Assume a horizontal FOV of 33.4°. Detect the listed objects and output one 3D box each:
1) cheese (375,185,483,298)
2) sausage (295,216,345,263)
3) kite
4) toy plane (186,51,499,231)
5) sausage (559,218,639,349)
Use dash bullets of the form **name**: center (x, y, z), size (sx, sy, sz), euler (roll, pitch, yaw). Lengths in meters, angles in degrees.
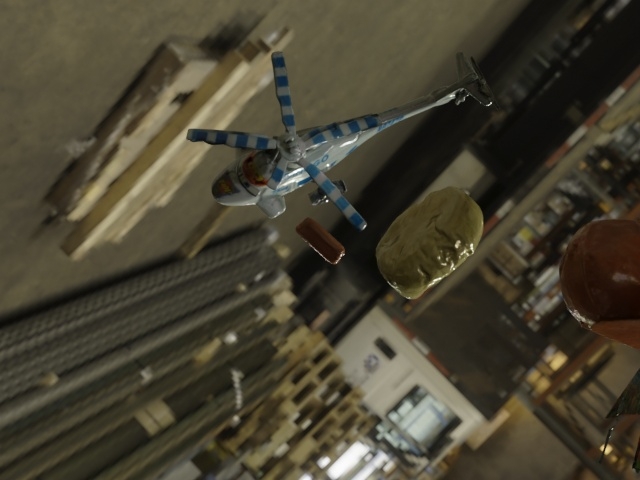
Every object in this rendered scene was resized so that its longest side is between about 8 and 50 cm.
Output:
- **cheese**: center (0.209, 0.003, 1.991), size (0.214, 0.117, 0.226), euler (-41, -162, 18)
- **sausage**: center (0.000, 0.000, 1.590), size (0.034, 0.083, 0.034), euler (-47, -176, 5)
- **kite**: center (0.372, 0.183, 1.192), size (0.183, 0.010, 0.160), euler (150, -41, -72)
- **toy plane**: center (0.019, -0.108, 1.036), size (0.273, 0.182, 0.107), euler (-42, 175, -15)
- **sausage**: center (0.424, 0.062, 1.348), size (0.153, 0.268, 0.141), euler (137, -37, -59)
